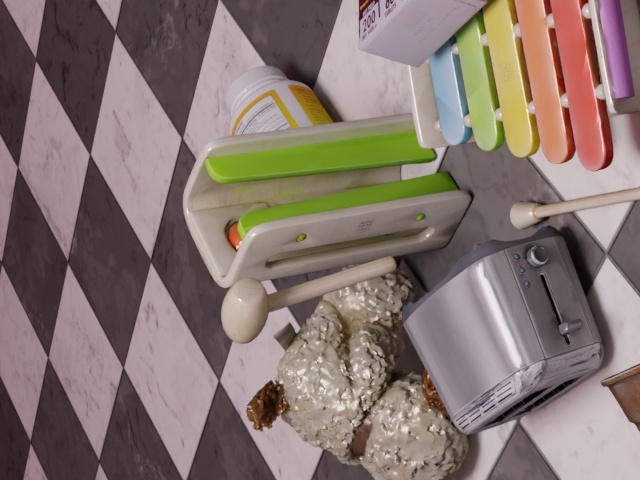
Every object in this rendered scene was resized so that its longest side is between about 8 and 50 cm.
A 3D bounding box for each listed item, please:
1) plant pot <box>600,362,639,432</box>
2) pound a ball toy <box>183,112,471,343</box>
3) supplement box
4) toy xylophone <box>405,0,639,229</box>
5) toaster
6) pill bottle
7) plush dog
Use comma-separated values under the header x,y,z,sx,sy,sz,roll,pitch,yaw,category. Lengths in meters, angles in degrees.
x,y,z,sx,sy,sz,roll,pitch,yaw,category
0.338,0.154,1.253,0.167,0.167,0.165,-38,74,57,plant pot
0.000,0.000,1.607,0.208,0.319,0.136,61,146,28,pound a ball toy
0.096,-0.306,1.507,0.130,0.073,0.239,-41,41,52,supplement box
0.205,-0.133,1.453,0.322,0.081,0.236,-23,80,60,toy xylophone
0.176,0.095,1.529,0.227,0.129,0.146,-45,62,53,toaster
-0.032,-0.107,1.830,0.215,0.117,0.117,58,144,33,pill bottle
0.064,0.188,1.723,0.225,0.210,0.262,28,129,22,plush dog
